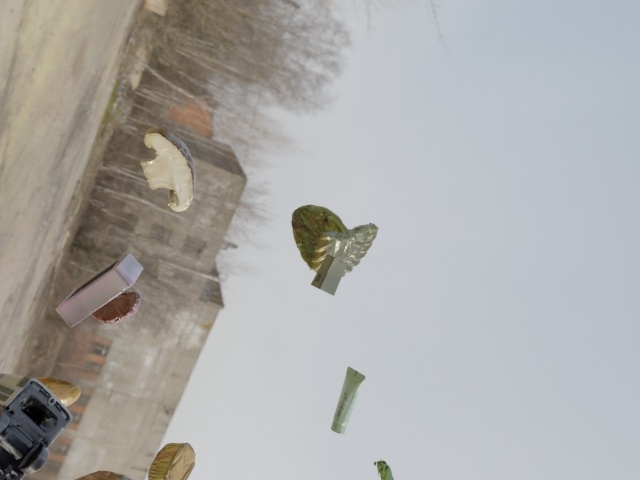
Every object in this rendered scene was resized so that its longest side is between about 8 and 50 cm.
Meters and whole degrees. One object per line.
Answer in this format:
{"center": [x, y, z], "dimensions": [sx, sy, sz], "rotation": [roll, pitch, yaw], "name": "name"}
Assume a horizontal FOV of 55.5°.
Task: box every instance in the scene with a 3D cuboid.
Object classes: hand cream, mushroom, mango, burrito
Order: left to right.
{"center": [-0.922, 0.517, 2.031], "dimensions": [0.109, 0.228, 0.147], "rotation": [-115, -150, -43], "name": "mango"}
{"center": [-0.476, -0.245, 1.967], "dimensions": [0.151, 0.156, 0.285], "rotation": [-87, 167, -58], "name": "mushroom"}
{"center": [0.083, 0.503, 1.909], "dimensions": [0.078, 0.050, 0.204], "rotation": [23, -82, 44], "name": "hand cream"}
{"center": [0.264, 0.937, 2.213], "dimensions": [0.054, 0.104, 0.287], "rotation": [-26, -116, 9], "name": "burrito"}

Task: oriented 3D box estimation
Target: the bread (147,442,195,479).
{"center": [-0.539, 0.815, 2.179], "dimensions": [0.190, 0.114, 0.132], "rotation": [-62, 143, -61], "name": "bread"}

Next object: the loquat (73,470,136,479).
{"center": [-0.552, 0.740, 1.525], "dimensions": [0.328, 0.329, 0.328], "rotation": [-55, -157, 37], "name": "loquat"}

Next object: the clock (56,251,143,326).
{"center": [-0.560, 0.121, 1.555], "dimensions": [0.197, 0.063, 0.150], "rotation": [-34, -165, 5], "name": "clock"}

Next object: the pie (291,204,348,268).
{"center": [0.000, 0.000, 2.123], "dimensions": [0.079, 0.276, 0.277], "rotation": [-30, 175, -33], "name": "pie"}

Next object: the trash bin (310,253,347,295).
{"center": [0.024, 0.090, 1.587], "dimensions": [0.043, 0.061, 0.092], "rotation": [19, -98, 55], "name": "trash bin"}

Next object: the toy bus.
{"center": [-0.882, 0.553, 1.541], "dimensions": [0.250, 0.209, 0.439], "rotation": [5, -135, 33], "name": "toy bus"}

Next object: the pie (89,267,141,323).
{"center": [-0.801, 0.213, 2.333], "dimensions": [0.204, 0.218, 0.054], "rotation": [-44, 180, -12], "name": "pie"}

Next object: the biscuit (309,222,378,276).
{"center": [0.066, 0.042, 1.768], "dimensions": [0.036, 0.274, 0.187], "rotation": [36, -59, 28], "name": "biscuit"}
